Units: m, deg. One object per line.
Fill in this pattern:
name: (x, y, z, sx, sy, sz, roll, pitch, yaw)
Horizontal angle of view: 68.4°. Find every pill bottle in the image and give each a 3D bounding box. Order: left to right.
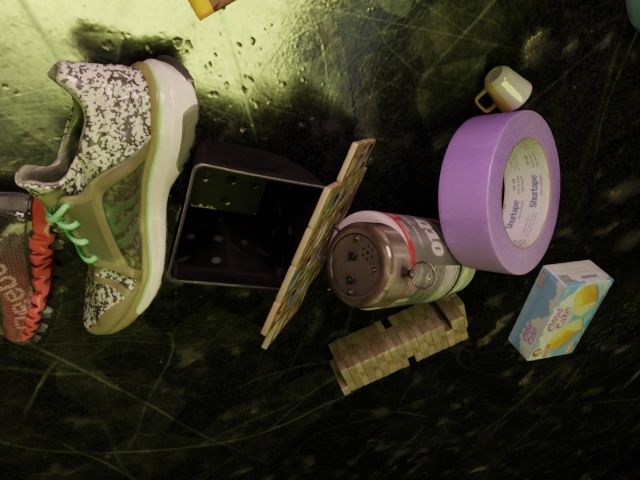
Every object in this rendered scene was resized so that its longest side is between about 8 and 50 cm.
pill bottle: (0.159, 0.035, 0.851, 0.283, 0.161, 0.161, 2, 127, -48)

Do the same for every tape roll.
tape roll: (0.319, -0.081, 0.819, 0.275, 0.090, 0.275, -6, 98, -43)

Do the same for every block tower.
block tower: (0.181, 0.233, 1.094, 0.335, 0.091, 0.097, -25, 129, -2)

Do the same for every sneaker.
sneaker: (-0.461, 0.041, 0.699, 0.135, 0.097, 0.276, 9, 119, -27)
sneaker: (-0.305, -0.053, 0.623, 0.182, 0.158, 0.410, -1, 117, -44)

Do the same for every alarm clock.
alarm clock: (0.081, 0.038, 0.690, 0.064, 0.192, 0.129, 2, 94, -51)

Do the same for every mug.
mug: (0.307, -0.255, 0.798, 0.064, 0.062, 0.078, 31, 101, -27)

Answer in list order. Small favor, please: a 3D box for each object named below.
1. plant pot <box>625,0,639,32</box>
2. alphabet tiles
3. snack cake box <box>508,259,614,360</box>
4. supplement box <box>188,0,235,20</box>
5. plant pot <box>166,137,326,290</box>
plant pot: (0.667, -0.433, 0.714, 0.290, 0.195, 0.290, -11, 129, -14)
alphabet tiles: (0.000, 0.000, 0.744, 0.011, 0.285, 0.342, 27, 110, 7)
snack cake box: (0.618, 0.185, 1.226, 0.152, 0.089, 0.264, -6, 127, -18)
supplement box: (-0.102, -0.383, 0.498, 0.194, 0.129, 0.191, -29, 130, 2)
plant pot: (-0.125, -0.053, 0.712, 0.188, 0.167, 0.187, 7, 122, -26)
